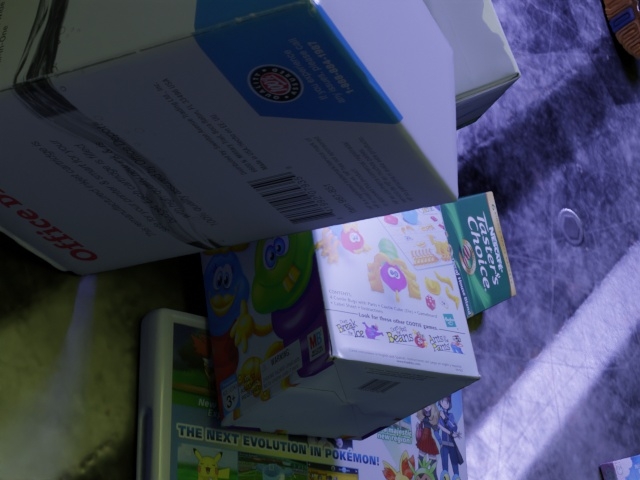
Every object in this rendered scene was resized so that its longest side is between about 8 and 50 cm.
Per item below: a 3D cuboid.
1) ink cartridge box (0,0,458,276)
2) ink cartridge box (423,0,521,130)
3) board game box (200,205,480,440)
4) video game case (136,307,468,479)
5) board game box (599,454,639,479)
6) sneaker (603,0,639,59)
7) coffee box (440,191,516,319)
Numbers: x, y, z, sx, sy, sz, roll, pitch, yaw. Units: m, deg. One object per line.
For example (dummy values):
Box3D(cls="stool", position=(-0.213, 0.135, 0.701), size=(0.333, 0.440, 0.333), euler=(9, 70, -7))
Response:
Box3D(cls="ink cartridge box", position=(-0.092, -0.097, 0.748), size=(0.223, 0.308, 0.129), euler=(44, 41, -53))
Box3D(cls="ink cartridge box", position=(0.098, -0.183, 1.067), size=(0.093, 0.212, 0.154), euler=(-22, 86, -2))
Box3D(cls="board game box", position=(0.000, 0.000, 0.909), size=(0.144, 0.142, 0.275), euler=(13, 55, -37))
Box3D(cls="video game case", position=(-0.001, 0.228, 0.920), size=(0.329, 0.036, 0.299), euler=(17, 61, -36))
Box3D(cls="board game box", position=(0.340, 0.274, 1.223), size=(0.090, 0.020, 0.090), euler=(-1, 71, -43))
Box3D(cls="sneaker", position=(0.448, -0.371, 1.549), size=(0.131, 0.112, 0.296), euler=(11, 65, -40))
Box3D(cls="coffee box", position=(0.125, 0.016, 1.085), size=(0.184, 0.040, 0.113), euler=(-12, 88, -60))
